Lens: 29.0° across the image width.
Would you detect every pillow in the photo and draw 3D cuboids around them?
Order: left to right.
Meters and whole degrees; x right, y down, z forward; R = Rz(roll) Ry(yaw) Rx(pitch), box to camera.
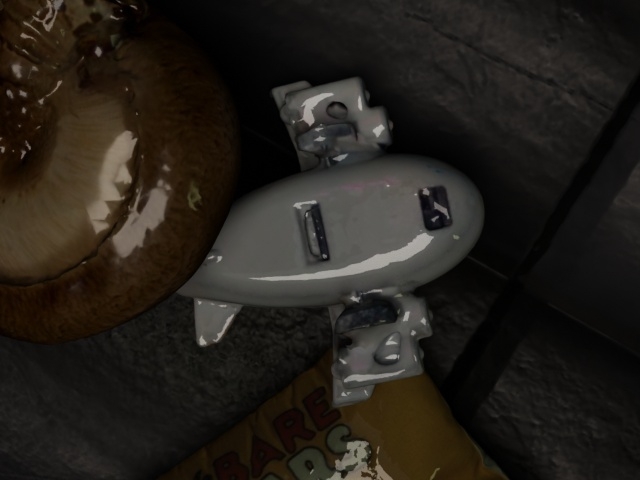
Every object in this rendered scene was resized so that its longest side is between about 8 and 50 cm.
[{"bbox_3d":[0.024,0.250,0.966,0.310,0.119,0.312,-39,91,13],"label":"pillow"}]

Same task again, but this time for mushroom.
[{"bbox_3d":[-0.181,-0.072,0.854,0.297,0.163,0.278,42,116,25],"label":"mushroom"}]

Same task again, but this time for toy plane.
[{"bbox_3d":[0.000,0.000,0.904,0.245,0.117,0.244,-1,85,12],"label":"toy plane"}]
